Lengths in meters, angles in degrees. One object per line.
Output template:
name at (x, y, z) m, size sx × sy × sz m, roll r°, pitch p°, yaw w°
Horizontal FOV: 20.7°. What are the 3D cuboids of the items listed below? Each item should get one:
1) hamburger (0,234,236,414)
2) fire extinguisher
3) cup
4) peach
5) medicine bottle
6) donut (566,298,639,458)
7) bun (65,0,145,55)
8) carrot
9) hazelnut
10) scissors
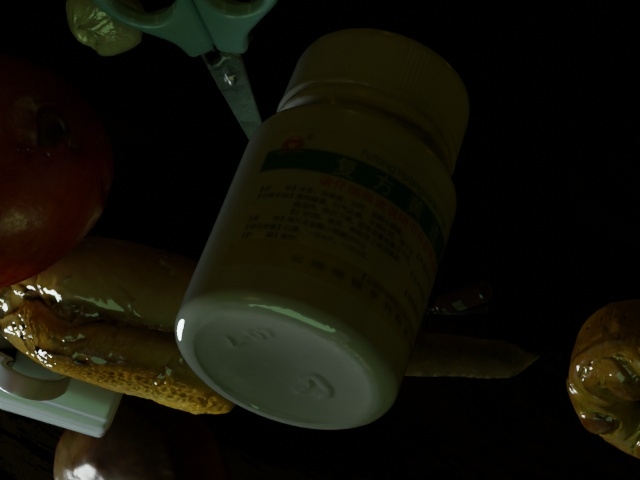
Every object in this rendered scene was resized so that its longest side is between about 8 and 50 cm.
hamburger at (-0.225, 0.090, 2.011) m, size 0.314 × 0.170 × 0.290 m, roll 19°, pitch 168°, yaw -28°
fire extinguisher at (0.159, 0.072, 1.967) m, size 0.046 × 0.032 × 0.100 m, roll 1°, pitch 163°, yaw -41°
cup at (-0.346, 0.165, 2.194) m, size 0.202 × 0.221 × 0.167 m, roll 20°, pitch 129°, yaw -7°
peach at (-0.358, -0.079, 1.831) m, size 0.281 × 0.238 × 0.281 m, roll 9°, pitch 119°, yaw 15°
medicine bottle at (0.015, -0.018, 1.621) m, size 0.208 × 0.339 × 0.208 m, roll 14°, pitch 147°, yaw 10°
donut at (0.373, 0.153, 1.886) m, size 0.227 × 0.114 × 0.226 m, roll 14°, pitch 147°, yaw 9°
bun at (-0.213, -0.214, 1.718) m, size 0.086 × 0.055 × 0.086 m, roll 14°, pitch 146°, yaw 10°
carrot at (0.085, 0.127, 1.974) m, size 0.342 × 0.070 × 0.070 m, roll 7°, pitch 149°, yaw -13°
hazelnut at (-0.235, 0.300, 2.360) m, size 0.251 × 0.217 × 0.217 m, roll 8°, pitch 146°, yaw 35°
scissors at (-0.095, -0.178, 1.721) m, size 0.191 × 0.029 × 0.360 m, roll -7°, pitch 146°, yaw 13°
